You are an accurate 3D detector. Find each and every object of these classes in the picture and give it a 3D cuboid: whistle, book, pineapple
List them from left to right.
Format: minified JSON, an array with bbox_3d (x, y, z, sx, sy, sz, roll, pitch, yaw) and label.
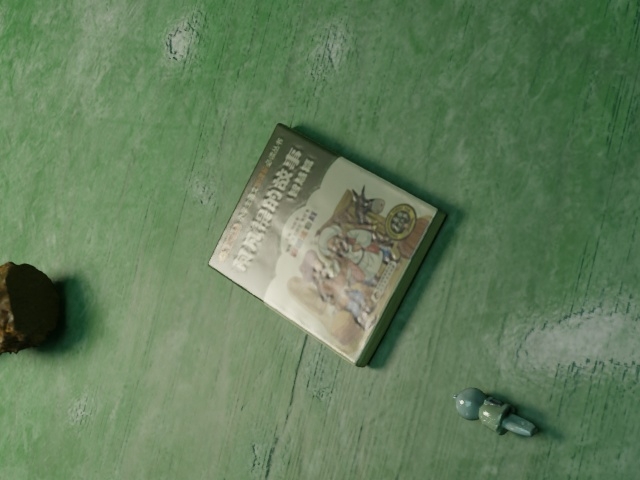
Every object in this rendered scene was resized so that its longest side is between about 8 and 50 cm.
[{"bbox_3d":[-0.475,0.114,1.699,0.248,0.128,0.128,-20,68,35],"label":"pineapple"},{"bbox_3d":[0.000,0.000,1.445,0.264,0.027,0.202,32,99,36],"label":"book"},{"bbox_3d":[0.179,0.180,1.273,0.100,0.035,0.035,21,92,35],"label":"whistle"}]
